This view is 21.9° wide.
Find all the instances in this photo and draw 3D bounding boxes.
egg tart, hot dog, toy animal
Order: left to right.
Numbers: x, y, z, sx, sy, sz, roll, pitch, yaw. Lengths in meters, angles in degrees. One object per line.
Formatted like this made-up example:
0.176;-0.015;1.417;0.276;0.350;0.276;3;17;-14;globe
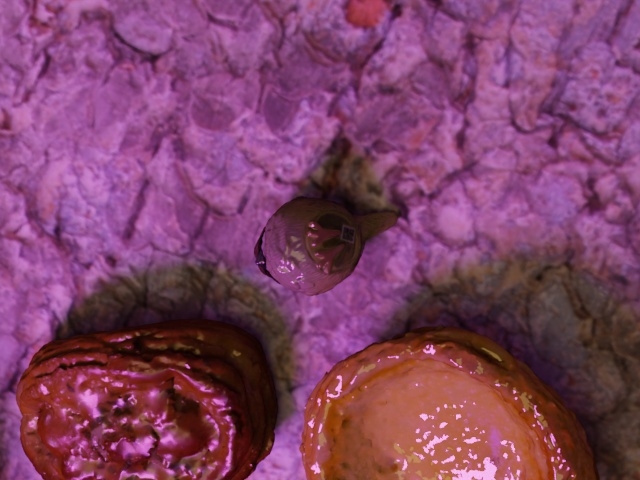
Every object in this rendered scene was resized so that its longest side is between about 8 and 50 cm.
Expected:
-0.185;0.172;1.644;0.272;0.122;0.196;-7;105;15;hot dog
0.000;0.000;1.575;0.098;0.137;0.098;34;134;44;toy animal
0.129;0.206;1.571;0.294;0.123;0.294;6;109;17;egg tart
